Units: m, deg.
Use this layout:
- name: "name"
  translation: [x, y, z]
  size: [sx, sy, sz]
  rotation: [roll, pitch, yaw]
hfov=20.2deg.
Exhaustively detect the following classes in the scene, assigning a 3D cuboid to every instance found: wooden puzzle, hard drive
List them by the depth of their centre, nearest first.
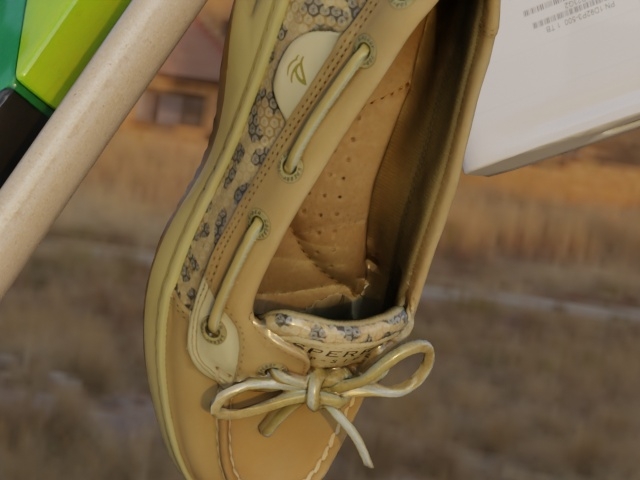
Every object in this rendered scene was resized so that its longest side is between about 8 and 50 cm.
- name: "wooden puzzle"
  translation: [-0.115, -0.070, 0.611]
  size: [0.044, 0.221, 0.239]
  rotation: [40, -15, -29]
- name: "hard drive"
  translation: [0.137, -0.211, 0.996]
  size: [0.203, 0.307, 0.040]
  rotation: [-18, -13, 36]

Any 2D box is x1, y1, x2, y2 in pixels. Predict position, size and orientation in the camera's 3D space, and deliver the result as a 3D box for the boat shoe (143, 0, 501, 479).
- name: "boat shoe"
  translation: [0.000, 0.000, 0.716]
  size: [0.104, 0.285, 0.089]
  rotation: [-10, 34, -33]
